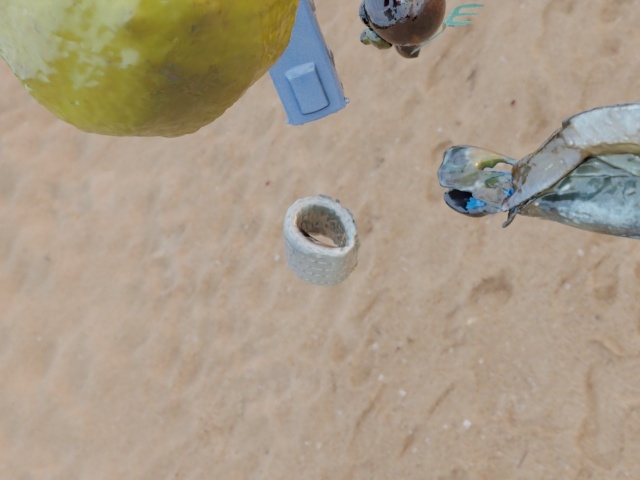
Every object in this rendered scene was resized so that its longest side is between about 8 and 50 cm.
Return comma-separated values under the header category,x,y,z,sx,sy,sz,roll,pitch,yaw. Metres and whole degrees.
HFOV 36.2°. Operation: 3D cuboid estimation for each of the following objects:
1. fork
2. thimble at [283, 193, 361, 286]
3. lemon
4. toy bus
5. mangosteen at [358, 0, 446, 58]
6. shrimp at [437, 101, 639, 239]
category,x,y,z,sx,sy,sz,roll,pitch,yaw
fork,0.157,-0.284,1.333,0.039,0.021,0.235,-51,11,-12
thimble,0.000,0.000,1.414,0.102,0.115,0.090,-56,-18,-32
lemon,-0.146,-0.228,0.817,0.322,0.268,0.268,-42,28,48
toy bus,-0.040,-0.312,1.644,0.116,0.234,0.133,-20,33,6
mangosteen,0.164,-0.449,1.929,0.184,0.172,0.172,83,-162,-55
shrimp,0.336,-0.082,1.215,0.445,0.221,0.110,-1,51,41
